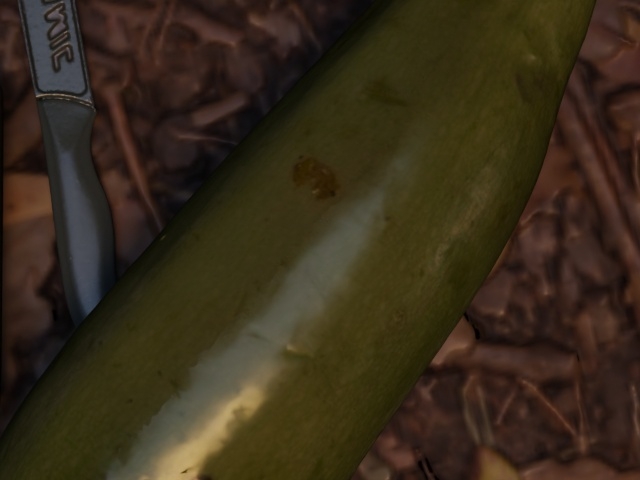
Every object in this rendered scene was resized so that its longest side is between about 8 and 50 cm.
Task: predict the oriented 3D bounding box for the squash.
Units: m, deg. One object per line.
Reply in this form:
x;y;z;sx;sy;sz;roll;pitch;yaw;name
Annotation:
0.005;0.005;0.494;0.118;0.118;0.370;38;84;-1;squash

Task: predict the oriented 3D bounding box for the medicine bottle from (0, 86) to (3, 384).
-0.156;0.035;0.512;0.057;0.057;0.199;1;89;-2;medicine bottle

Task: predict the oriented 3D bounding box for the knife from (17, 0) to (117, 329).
-0.106;-0.054;0.536;0.028;0.015;0.210;-10;89;4;knife
